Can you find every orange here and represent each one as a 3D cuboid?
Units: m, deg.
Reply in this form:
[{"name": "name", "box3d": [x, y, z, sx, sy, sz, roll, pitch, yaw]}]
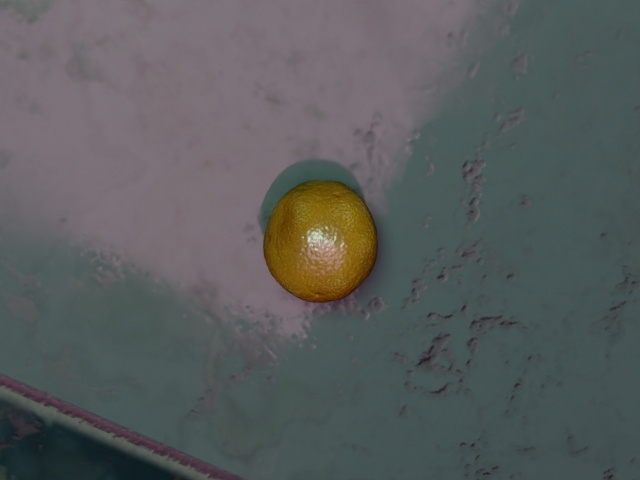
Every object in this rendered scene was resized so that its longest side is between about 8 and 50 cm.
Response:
[{"name": "orange", "box3d": [0.000, 0.000, 0.997, 0.085, 0.085, 0.085, -1, 107, -4]}]
